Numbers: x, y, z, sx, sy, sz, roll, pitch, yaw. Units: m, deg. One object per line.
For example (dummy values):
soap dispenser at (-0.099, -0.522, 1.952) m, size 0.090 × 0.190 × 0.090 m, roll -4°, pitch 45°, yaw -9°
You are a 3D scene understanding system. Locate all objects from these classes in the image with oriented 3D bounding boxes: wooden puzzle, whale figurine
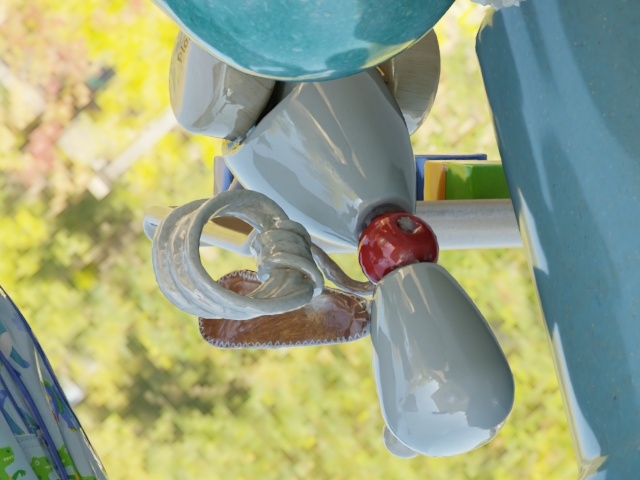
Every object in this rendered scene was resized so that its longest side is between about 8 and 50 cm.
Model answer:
wooden puzzle at (0.049, -0.033, 1.496) m, size 0.348 × 0.322 × 0.080 m, roll -178°, pitch 86°, yaw -70°
whale figurine at (-0.059, -0.156, 0.850) m, size 0.272 × 0.141 × 0.216 m, roll 15°, pitch -166°, yaw 18°

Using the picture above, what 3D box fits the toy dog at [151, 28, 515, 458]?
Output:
toy dog at (0.000, 0.000, 1.078) m, size 0.220 × 0.161 × 0.334 m, roll 17°, pitch -139°, yaw -12°

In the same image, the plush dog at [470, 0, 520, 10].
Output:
plush dog at (0.167, -0.177, 0.592) m, size 0.225 × 0.262 × 0.210 m, roll 33°, pitch 155°, yaw 3°

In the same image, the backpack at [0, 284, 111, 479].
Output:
backpack at (-0.283, 0.115, 1.101) m, size 0.273 × 0.290 × 0.355 m, roll 68°, pitch 180°, yaw -70°

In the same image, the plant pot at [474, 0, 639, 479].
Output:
plant pot at (0.249, 0.002, 0.962) m, size 0.341 × 0.341 × 0.334 m, roll 62°, pitch -169°, yaw -75°
